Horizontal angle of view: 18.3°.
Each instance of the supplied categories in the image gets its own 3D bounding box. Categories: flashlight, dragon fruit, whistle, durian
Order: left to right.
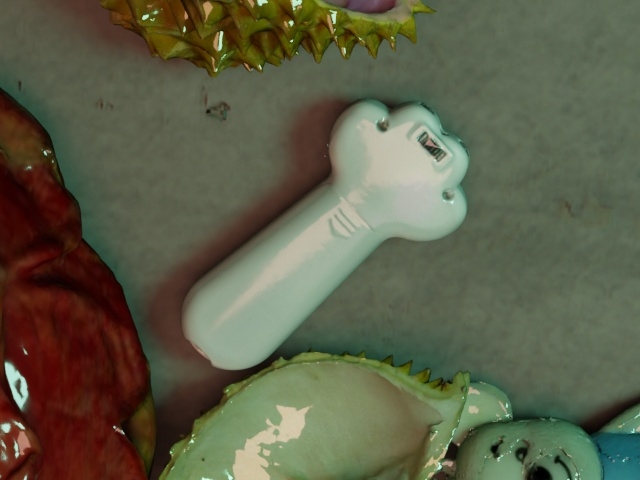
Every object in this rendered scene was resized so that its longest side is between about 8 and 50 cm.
[{"bbox_3d":[-0.174,0.098,1.048,0.228,0.329,0.286,-43,97,7],"label":"dragon fruit"},{"bbox_3d":[-0.047,-0.161,1.079,0.132,0.165,0.182,-56,129,-16],"label":"durian"},{"bbox_3d":[-0.019,0.162,1.135,0.252,0.139,0.144,-47,112,-18],"label":"durian"},{"bbox_3d":[0.000,0.000,1.147,0.200,0.047,0.093,-42,97,16],"label":"flashlight"},{"bbox_3d":[0.182,0.141,1.156,0.235,0.077,0.114,2,81,1],"label":"whistle"}]
